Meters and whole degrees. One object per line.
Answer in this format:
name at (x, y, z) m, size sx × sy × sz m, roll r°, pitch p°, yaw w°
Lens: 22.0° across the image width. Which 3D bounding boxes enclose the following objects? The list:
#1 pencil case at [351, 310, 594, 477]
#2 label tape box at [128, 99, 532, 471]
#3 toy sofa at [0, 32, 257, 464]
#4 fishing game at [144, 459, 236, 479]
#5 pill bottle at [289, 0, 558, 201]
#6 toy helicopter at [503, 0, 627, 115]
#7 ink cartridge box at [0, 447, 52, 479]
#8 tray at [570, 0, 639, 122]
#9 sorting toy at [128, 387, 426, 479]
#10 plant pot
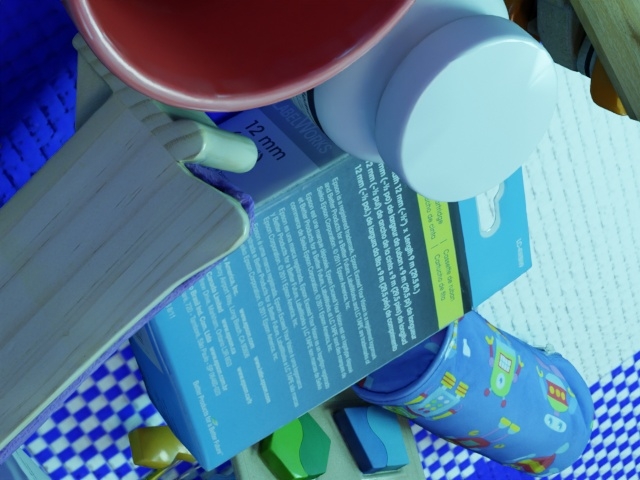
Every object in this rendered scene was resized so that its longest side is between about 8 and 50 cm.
pencil case at (0.150, 0.132, 1.580) m, size 0.306 × 0.119 × 0.133 m, roll 29°, pitch 71°, yaw -47°
label tape box at (0.000, 0.000, 1.360) m, size 0.347 × 0.115 × 0.249 m, roll -32°, pitch 138°, yaw -17°
toy sofa at (-0.201, 0.042, 1.134) m, size 0.362 × 0.177 × 0.150 m, roll -44°, pitch 172°, yaw 7°
fishing game at (-0.060, 0.293, 1.538) m, size 0.189 × 0.041 × 0.264 m, roll -43°, pitch 105°, yaw -1°
pill bottle at (0.036, -0.147, 1.142) m, size 0.153 × 0.265 × 0.153 m, roll -22°, pitch 135°, yaw -24°
toy helicopter at (0.233, -0.284, 1.275) m, size 0.235 × 0.140 × 0.355 m, roll -50°, pitch 152°, yaw -21°
ink cartridge box at (-0.276, 0.377, 1.415) m, size 0.285 × 0.166 × 0.395 m, roll -37°, pitch 139°, yaw -6°
tray at (0.223, -0.264, 1.120) m, size 0.203 × 0.076 × 0.411 m, roll -63°, pitch 145°, yaw -15°
sorting toy at (-0.017, 0.227, 1.475) m, size 0.307 × 0.229 × 0.041 m, roll -1°, pitch 160°, yaw -38°
plant pot at (-0.080, -0.253, 0.978) m, size 0.275 × 0.243 × 0.275 m, roll -21°, pitch 134°, yaw -23°
